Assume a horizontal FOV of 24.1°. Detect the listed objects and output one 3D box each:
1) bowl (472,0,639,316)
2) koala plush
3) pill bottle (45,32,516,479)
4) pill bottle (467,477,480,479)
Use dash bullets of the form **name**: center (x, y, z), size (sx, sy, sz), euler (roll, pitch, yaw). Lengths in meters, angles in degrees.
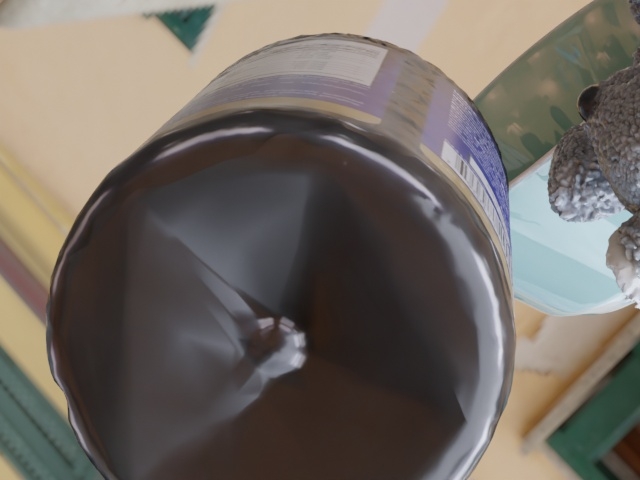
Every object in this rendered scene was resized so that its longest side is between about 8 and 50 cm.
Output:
- **bowl**: center (0.223, -0.058, 1.205), size (0.311, 0.163, 0.311), euler (-43, -168, 11)
- **koala plush**: center (0.232, -0.063, 0.882), size (0.221, 0.203, 0.196), euler (-22, 136, -64)
- **pill bottle**: center (0.000, 0.000, 0.476), size (0.123, 0.123, 0.219), euler (-48, -175, 16)
- **pill bottle**: center (0.187, 0.386, 1.230), size (0.204, 0.361, 0.204), euler (-47, -179, 1)
